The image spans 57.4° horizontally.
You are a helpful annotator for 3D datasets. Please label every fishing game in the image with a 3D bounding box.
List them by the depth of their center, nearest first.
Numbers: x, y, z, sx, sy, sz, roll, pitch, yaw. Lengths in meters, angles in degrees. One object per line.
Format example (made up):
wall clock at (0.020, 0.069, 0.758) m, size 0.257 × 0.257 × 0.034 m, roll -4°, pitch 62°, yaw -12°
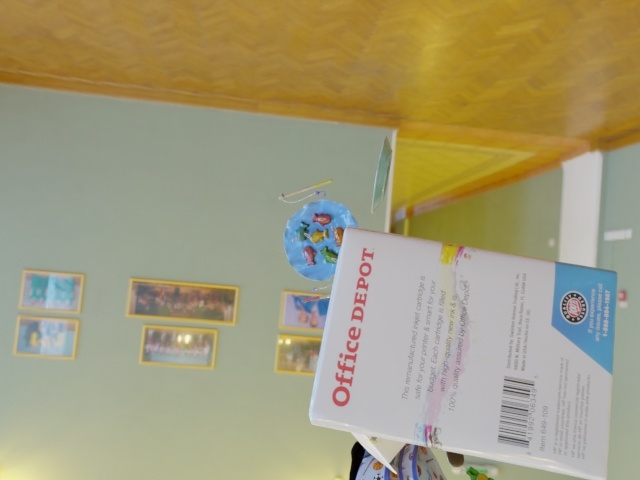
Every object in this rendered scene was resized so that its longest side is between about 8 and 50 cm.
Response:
fishing game at (0.000, 0.000, 1.296) m, size 0.189 × 0.263 × 0.041 m, roll -12°, pitch 172°, yaw 20°

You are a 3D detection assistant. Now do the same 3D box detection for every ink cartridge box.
ink cartridge box at (0.139, 0.123, 0.635) m, size 0.270 × 0.198 × 0.197 m, roll 10°, pitch 165°, yaw 5°
ink cartridge box at (0.091, 0.340, 1.087) m, size 0.181 × 0.061 × 0.104 m, roll 55°, pitch 161°, yaw -25°

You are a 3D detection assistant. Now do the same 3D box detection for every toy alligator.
toy alligator at (0.441, 0.670, 1.620) m, size 0.190 × 0.051 × 0.056 m, roll 22°, pitch 162°, yaw 33°

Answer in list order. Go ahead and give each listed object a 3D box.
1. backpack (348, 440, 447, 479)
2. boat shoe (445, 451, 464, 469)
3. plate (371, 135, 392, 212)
backpack at (0.200, 0.638, 1.463) m, size 0.213 × 0.276 × 0.263 m, roll -30°, pitch -176°, yaw 30°
boat shoe at (0.300, 0.458, 1.338) m, size 0.050 × 0.135 × 0.045 m, roll -3°, pitch 139°, yaw 8°
plate at (0.151, -0.158, 1.407) m, size 0.024 × 0.188 × 0.188 m, roll 10°, pitch 177°, yaw 8°
